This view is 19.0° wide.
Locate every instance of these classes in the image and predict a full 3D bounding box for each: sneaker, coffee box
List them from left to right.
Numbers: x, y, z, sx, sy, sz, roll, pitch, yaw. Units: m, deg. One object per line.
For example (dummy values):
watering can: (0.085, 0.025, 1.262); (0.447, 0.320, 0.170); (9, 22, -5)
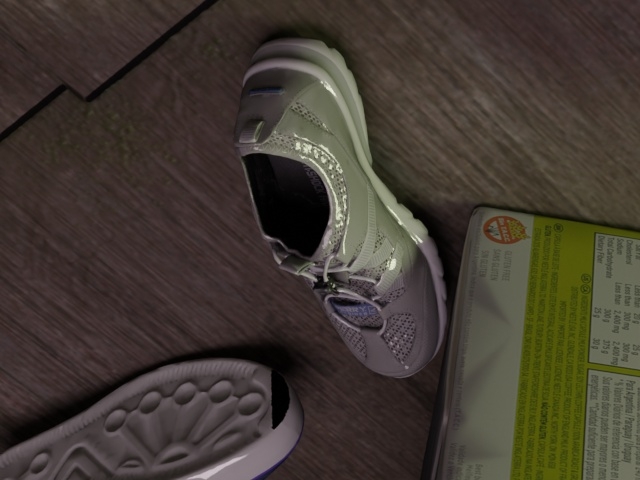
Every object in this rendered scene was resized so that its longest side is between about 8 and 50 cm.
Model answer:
sneaker: (-0.109, 0.231, 1.585); (0.323, 0.130, 0.236); (-23, 133, 21)
sneaker: (0.000, 0.000, 1.347); (0.105, 0.115, 0.281); (-6, 127, 32)
coffee box: (0.236, 0.231, 1.365); (0.334, 0.338, 0.338); (9, 132, 2)
